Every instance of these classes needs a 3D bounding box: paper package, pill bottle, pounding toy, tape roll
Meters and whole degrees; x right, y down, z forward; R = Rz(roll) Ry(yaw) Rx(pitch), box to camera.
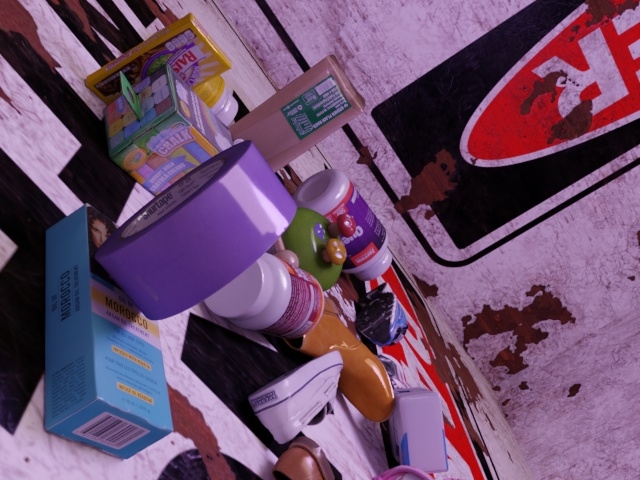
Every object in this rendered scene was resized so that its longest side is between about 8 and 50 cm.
[{"bbox_3d":[-0.056,-0.332,1.739,0.168,0.325,0.309,55,13,-12],"label":"paper package"},{"bbox_3d":[0.069,-0.034,1.826,0.323,0.181,0.181,50,14,-31],"label":"pill bottle"},{"bbox_3d":[-0.086,0.084,1.023,0.121,0.121,0.221,63,12,22],"label":"pill bottle"},{"bbox_3d":[0.000,0.000,1.310,0.237,0.110,0.183,19,56,-53],"label":"pounding toy"},{"bbox_3d":[-0.267,-0.320,1.334,0.208,0.119,0.119,46,16,-44],"label":"pill bottle"},{"bbox_3d":[-0.122,-0.013,0.649,0.080,0.189,0.189,54,12,-19],"label":"tape roll"}]

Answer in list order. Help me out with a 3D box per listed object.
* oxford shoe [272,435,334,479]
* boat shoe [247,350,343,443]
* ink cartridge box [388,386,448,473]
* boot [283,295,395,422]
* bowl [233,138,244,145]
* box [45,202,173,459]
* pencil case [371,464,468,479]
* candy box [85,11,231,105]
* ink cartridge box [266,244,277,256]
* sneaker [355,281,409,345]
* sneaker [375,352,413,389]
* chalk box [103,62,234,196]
[{"bbox_3d":[-0.001,0.363,0.833,0.076,0.076,0.212,-29,89,-48],"label":"oxford shoe"},{"bbox_3d":[-0.018,0.234,0.988,0.088,0.096,0.267,64,13,7],"label":"boat shoe"},{"bbox_3d":[0.184,0.364,1.275,0.190,0.082,0.139,112,-27,-80],"label":"ink cartridge box"},{"bbox_3d":[0.013,0.210,1.207,0.295,0.104,0.211,59,17,22],"label":"boot"},{"bbox_3d":[-0.169,-0.155,1.476,0.142,0.053,0.142,56,11,-11],"label":"bowl"},{"bbox_3d":[-0.213,0.082,0.649,0.100,0.060,0.244,46,17,-47],"label":"box"},{"bbox_3d":[0.195,0.472,1.094,0.386,0.167,0.160,40,56,-57],"label":"pencil case"},{"bbox_3d":[-0.253,-0.264,1.026,0.105,0.206,0.027,44,28,-48],"label":"candy box"},{"bbox_3d":[-0.058,0.021,1.422,0.175,0.072,0.127,52,13,-27],"label":"ink cartridge box"},{"bbox_3d":[0.187,0.221,1.786,0.147,0.130,0.330,54,12,-5],"label":"sneaker"},{"bbox_3d":[0.173,0.348,1.553,0.178,0.072,0.077,50,23,-10],"label":"sneaker"},{"bbox_3d":[-0.243,-0.166,1.008,0.213,0.132,0.132,45,18,-45],"label":"chalk box"}]
